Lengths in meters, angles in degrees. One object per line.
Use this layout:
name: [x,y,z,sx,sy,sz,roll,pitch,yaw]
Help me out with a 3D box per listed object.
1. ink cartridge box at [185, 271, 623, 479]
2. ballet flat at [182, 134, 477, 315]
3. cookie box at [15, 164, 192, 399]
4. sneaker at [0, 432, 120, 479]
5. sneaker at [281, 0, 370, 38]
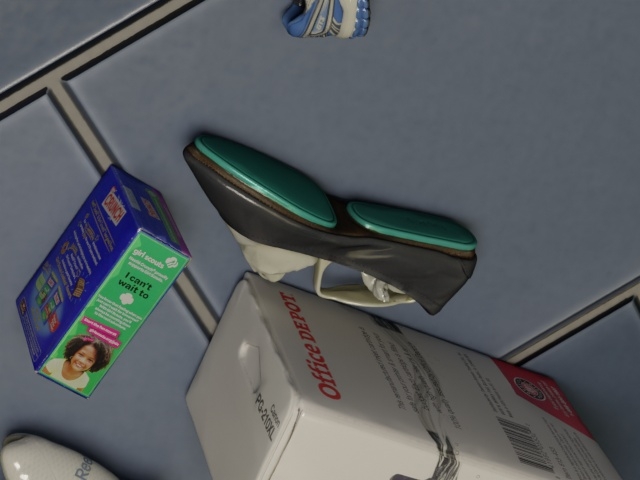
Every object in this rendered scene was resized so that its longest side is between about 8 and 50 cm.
ink cartridge box: [0.051,0.129,1.183,0.237,0.172,0.100,20,108,-22]
ballet flat: [0.000,0.000,1.168,0.203,0.074,0.074,19,109,-24]
cookie box: [-0.129,0.023,1.132,0.040,0.092,0.107,29,105,-28]
sneaker: [-0.225,0.242,1.220,0.129,0.111,0.297,39,97,-11]
sneaker: [-0.008,-0.173,1.094,0.058,0.052,0.135,-11,117,-5]
